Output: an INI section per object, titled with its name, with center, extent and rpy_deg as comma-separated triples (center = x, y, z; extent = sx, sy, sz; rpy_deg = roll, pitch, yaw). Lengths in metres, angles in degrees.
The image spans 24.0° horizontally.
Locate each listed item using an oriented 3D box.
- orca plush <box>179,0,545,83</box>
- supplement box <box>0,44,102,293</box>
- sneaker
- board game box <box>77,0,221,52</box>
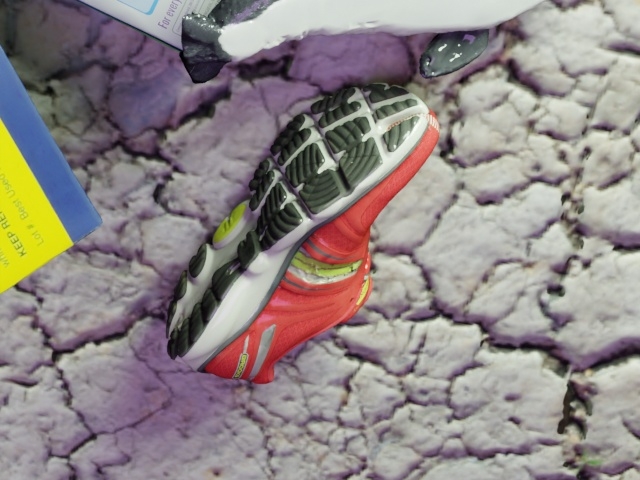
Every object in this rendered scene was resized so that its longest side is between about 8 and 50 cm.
[orca plush]
center = 0.038, -0.180, 0.980
extent = 0.287, 0.102, 0.151
rpy_deg = -27, 136, 2
[supplement box]
center = -0.357, -0.010, 0.947
extent = 0.356, 0.195, 0.194
rpy_deg = -35, 117, -18
[sneaker]
center = 0.000, 0.000, 1.094
extent = 0.118, 0.107, 0.279
rpy_deg = 25, 122, -31
[board game box]
center = -0.162, -0.288, 0.946
extent = 0.316, 0.064, 0.242
rpy_deg = 26, 117, -11
